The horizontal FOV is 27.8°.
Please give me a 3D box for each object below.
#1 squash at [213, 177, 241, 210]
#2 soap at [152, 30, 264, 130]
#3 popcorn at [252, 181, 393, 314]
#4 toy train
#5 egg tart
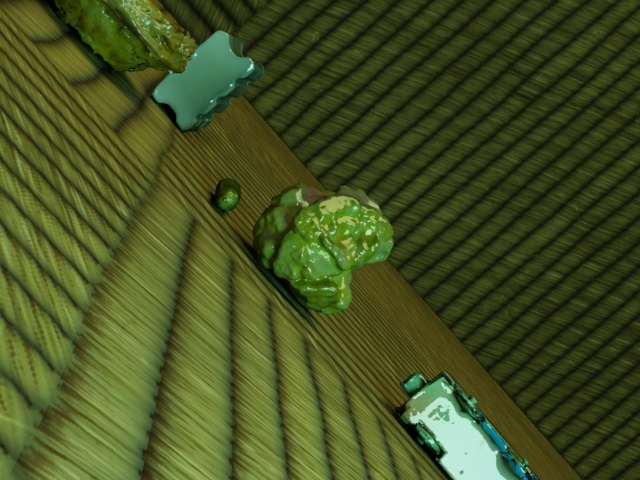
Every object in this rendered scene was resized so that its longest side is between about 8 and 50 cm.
[{"bbox_3d":[-0.095,-0.045,1.320,0.027,0.027,0.083,48,6,-10],"label":"squash"},{"bbox_3d":[-0.136,-0.197,1.606,0.066,0.119,0.198,49,4,-3],"label":"soap"},{"bbox_3d":[0.000,0.000,1.284,0.126,0.126,0.145,36,31,6],"label":"popcorn"},{"bbox_3d":[0.152,0.207,1.302,0.188,0.072,0.099,50,5,8],"label":"toy train"},{"bbox_3d":[-0.225,-0.250,1.387,0.212,0.090,0.212,48,2,-3],"label":"egg tart"}]
